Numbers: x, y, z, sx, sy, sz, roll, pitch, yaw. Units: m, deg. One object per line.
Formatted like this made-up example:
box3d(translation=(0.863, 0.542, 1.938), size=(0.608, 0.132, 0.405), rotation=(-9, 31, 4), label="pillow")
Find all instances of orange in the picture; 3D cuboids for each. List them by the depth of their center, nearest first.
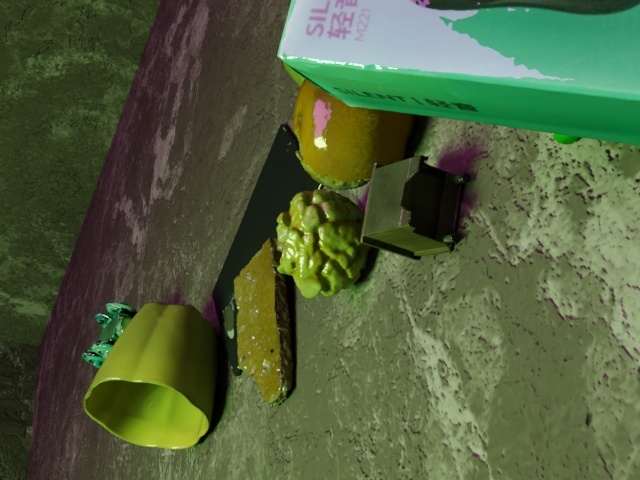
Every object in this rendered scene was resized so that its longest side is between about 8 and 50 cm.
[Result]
box3d(translation=(0.036, -0.128, 0.959), size=(0.156, 0.134, 0.156), rotation=(-175, 90, -88), label="orange")

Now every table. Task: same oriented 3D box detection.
box3d(translation=(0.094, -0.032, 0.830), size=(0.082, 0.070, 0.083), rotation=(-11, 65, 61), label="table")

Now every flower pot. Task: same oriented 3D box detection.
box3d(translation=(-0.249, 0.200, 1.343), size=(0.195, 0.195, 0.179), rotation=(-52, 20, 43), label="flower pot")

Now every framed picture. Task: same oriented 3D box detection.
box3d(translation=(-0.090, 0.007, 1.306), size=(0.323, 0.013, 0.244), rotation=(-66, 24, 20), label="framed picture")

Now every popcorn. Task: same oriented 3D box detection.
box3d(translation=(0.000, 0.000, 0.975), size=(0.116, 0.120, 0.106), rotation=(-36, 18, 6), label="popcorn")

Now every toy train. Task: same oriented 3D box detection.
box3d(translation=(-0.352, 0.189, 1.612), size=(0.198, 0.154, 0.107), rotation=(-35, 41, 56), label="toy train")

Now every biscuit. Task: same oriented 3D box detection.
box3d(translation=(-0.078, 0.123, 1.168), size=(0.131, 0.026, 0.236), rotation=(-50, 38, 46), label="biscuit")

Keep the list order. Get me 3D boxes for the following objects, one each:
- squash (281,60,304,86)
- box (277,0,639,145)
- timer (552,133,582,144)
box3d(translation=(0.019, -0.204, 1.116), size=(0.105, 0.105, 0.132), rotation=(-53, 49, 41), label="squash")
box3d(translation=(0.142, -0.178, 0.552), size=(0.311, 0.118, 0.205), rotation=(14, 86, 31), label="box")
box3d(translation=(0.181, -0.131, 0.648), size=(0.136, 0.099, 0.136), rotation=(-44, 37, 47), label="timer")
